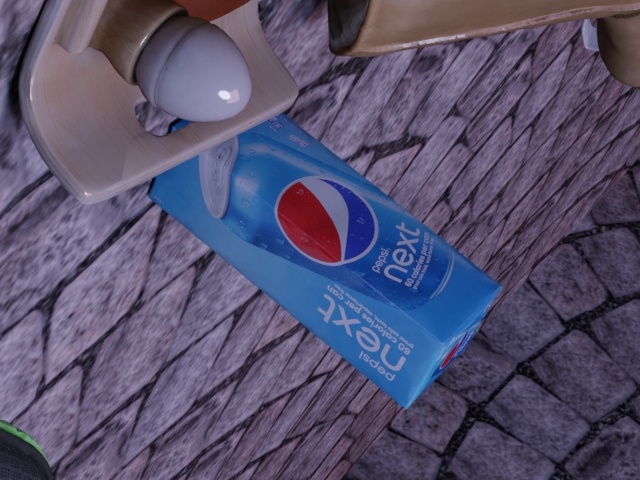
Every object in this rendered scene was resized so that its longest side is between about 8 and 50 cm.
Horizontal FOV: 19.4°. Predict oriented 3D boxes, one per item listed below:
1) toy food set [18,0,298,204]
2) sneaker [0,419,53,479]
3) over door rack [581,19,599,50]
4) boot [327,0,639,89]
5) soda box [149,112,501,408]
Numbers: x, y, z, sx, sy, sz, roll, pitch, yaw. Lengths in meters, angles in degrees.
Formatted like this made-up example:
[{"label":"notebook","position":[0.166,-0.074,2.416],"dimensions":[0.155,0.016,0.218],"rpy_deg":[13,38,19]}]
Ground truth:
[{"label":"toy food set","position":[-0.009,-0.169,0.903],"dimensions":[0.220,0.092,0.306],"rpy_deg":[-32,157,-56]},{"label":"sneaker","position":[-0.254,0.203,0.814],"dimensions":[0.185,0.202,0.483],"rpy_deg":[-57,166,22]},{"label":"over door rack","position":[0.282,-0.301,1.363],"dimensions":[0.324,0.108,0.239],"rpy_deg":[86,21,-71]},{"label":"boot","position":[0.131,-0.157,1.211],"dimensions":[0.270,0.089,0.236],"rpy_deg":[-11,156,-16]},{"label":"soda box","position":[0.000,0.000,1.127],"dimensions":[0.067,0.210,0.071],"rpy_deg":[-41,164,-39]}]
